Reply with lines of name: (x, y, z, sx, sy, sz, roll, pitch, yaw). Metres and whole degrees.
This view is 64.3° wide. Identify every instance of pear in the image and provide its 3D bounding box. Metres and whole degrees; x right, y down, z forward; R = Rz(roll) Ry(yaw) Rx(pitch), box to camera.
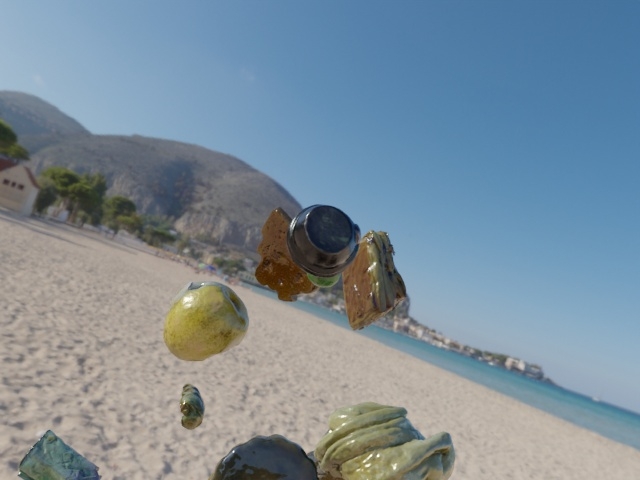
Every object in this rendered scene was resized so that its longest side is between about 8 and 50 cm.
pear: (-0.363, 0.263, 1.614, 0.271, 0.271, 0.271, 18, -7, 2)

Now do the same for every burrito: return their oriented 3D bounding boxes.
burrito: (-0.765, 0.678, 1.513, 0.228, 0.144, 0.089, 28, -45, 5)

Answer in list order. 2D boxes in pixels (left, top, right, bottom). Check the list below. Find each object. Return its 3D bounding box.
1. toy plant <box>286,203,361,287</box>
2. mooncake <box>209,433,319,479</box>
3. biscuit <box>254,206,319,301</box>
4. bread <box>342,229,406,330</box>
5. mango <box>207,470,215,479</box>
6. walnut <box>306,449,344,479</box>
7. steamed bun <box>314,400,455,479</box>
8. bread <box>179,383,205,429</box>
toy plant: (0.000, 0.000, 1.252, 0.175, 0.218, 0.235, -9, -15, -12)
mooncake: (-0.138, 0.638, 1.275, 0.290, 0.291, 0.161, 18, -22, 3)
biscuit: (-0.107, 0.045, 1.572, 0.278, 0.302, 0.043, 12, 21, 41)
bread: (0.201, 0.154, 1.895, 0.166, 0.325, 0.277, 7, -27, -21)
mango: (-0.300, 0.819, 1.622, 0.176, 0.329, 0.176, 58, -29, -3)
walnut: (0.026, 0.765, 1.624, 0.195, 0.196, 0.221, 24, -20, -40)
steamed bun: (0.178, 0.584, 1.446, 0.372, 0.231, 0.324, -1, -14, 36)
bread: (-0.484, 0.629, 1.939, 0.087, 0.128, 0.232, -15, 5, -9)
